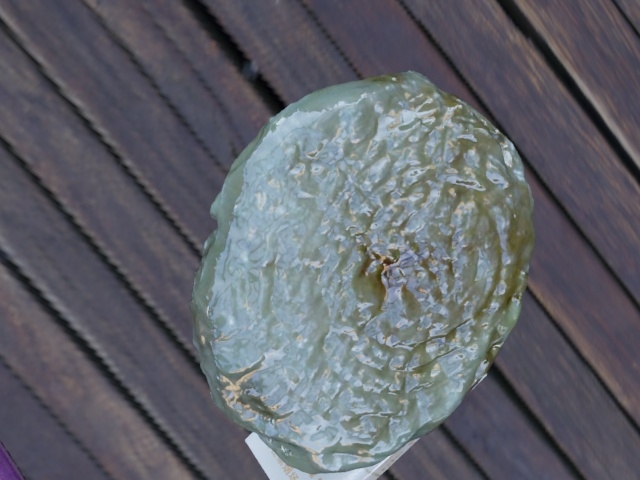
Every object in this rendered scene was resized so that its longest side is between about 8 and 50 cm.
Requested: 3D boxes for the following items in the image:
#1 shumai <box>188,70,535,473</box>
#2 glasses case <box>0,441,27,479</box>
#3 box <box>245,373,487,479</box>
[{"bbox_3d":[0.000,0.000,1.255,0.309,0.263,0.304,-36,114,-11],"label":"shumai"},{"bbox_3d":[-0.272,0.206,1.113,0.123,0.076,0.316,-32,144,-14],"label":"glasses case"},{"bbox_3d":[0.039,0.155,1.392,0.220,0.122,0.032,-44,142,9],"label":"box"}]
